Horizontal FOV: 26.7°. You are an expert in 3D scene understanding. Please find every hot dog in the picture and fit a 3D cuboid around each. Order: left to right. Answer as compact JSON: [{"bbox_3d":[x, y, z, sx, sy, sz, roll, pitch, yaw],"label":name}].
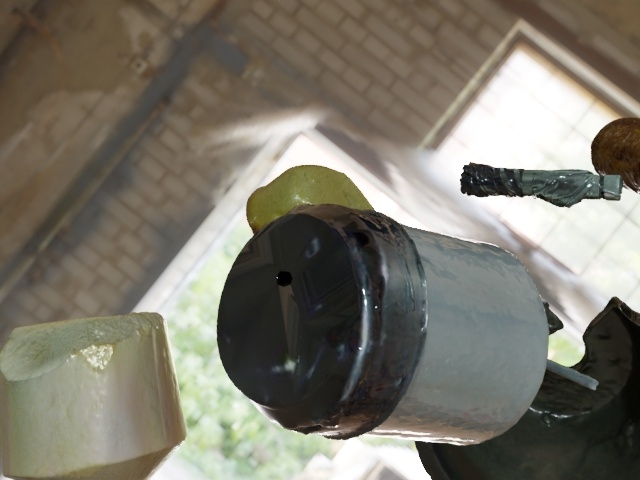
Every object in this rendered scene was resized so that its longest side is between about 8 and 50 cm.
[{"bbox_3d":[0.380,-0.089,1.581,0.147,0.065,0.099,33,-25,57],"label":"hot dog"}]

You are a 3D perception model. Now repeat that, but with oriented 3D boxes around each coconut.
[{"bbox_3d":[-0.285,0.217,1.687,0.239,0.239,0.244,90,-7,-87],"label":"coconut"}]

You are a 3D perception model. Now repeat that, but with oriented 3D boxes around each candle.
[{"bbox_3d":[0.085,0.092,1.321,0.342,0.221,0.221,13,16,-40],"label":"candle"}]

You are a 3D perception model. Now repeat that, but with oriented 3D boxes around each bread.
[{"bbox_3d":[0.000,0.000,2.229,0.270,0.148,0.270,37,33,-29],"label":"bread"}]

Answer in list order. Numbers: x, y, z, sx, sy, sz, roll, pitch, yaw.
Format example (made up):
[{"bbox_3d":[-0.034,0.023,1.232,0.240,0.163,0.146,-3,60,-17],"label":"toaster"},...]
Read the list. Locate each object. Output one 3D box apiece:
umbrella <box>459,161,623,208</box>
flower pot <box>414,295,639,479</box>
[{"bbox_3d":[0.255,-0.061,1.570,0.188,0.050,0.046,5,-10,17],"label":"umbrella"},{"bbox_3d":[0.315,0.198,1.789,0.379,0.379,0.251,39,19,-3],"label":"flower pot"}]
